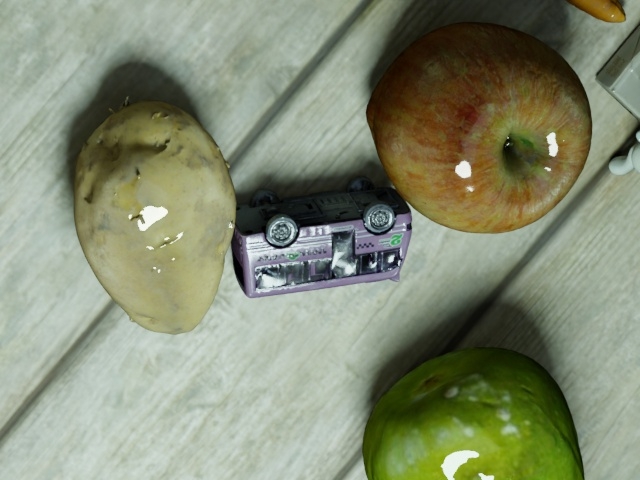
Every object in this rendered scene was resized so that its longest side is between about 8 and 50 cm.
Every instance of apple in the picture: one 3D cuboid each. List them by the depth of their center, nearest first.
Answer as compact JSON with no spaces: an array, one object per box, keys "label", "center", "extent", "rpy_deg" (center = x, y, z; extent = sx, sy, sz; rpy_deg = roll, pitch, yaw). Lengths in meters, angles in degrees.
[{"label":"apple","center":[0.158,-0.112,1.924],"extent":[0.211,0.188,0.211],"rpy_deg":[-8,115,-17]}]

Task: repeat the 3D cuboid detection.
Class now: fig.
[{"label":"fig","center":[0.164,0.257,2.051],"extent":[0.233,0.233,0.314],"rpy_deg":[-16,123,-12]}]

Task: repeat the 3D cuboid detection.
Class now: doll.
[{"label":"doll","center":[0.358,-0.070,2.039],"extent":[0.071,0.135,0.113],"rpy_deg":[-55,138,-26]}]

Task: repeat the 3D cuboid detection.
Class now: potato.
[{"label":"potato","center":[-0.162,-0.018,1.887],"extent":[0.161,0.128,0.235],"rpy_deg":[8,112,-16]}]

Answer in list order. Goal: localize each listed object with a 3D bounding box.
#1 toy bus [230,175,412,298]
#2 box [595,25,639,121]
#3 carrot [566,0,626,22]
[{"label":"toy bus","center":[0.000,0.000,1.971],"extent":[0.178,0.087,0.098],"rpy_deg":[-8,114,-12]},{"label":"box","center":[0.477,-0.242,2.051],"extent":[0.204,0.051,0.365],"rpy_deg":[38,95,-27]},{"label":"carrot","center":[0.204,-0.280,1.949],"extent":[0.271,0.062,0.066],"rpy_deg":[12,73,-25]}]
